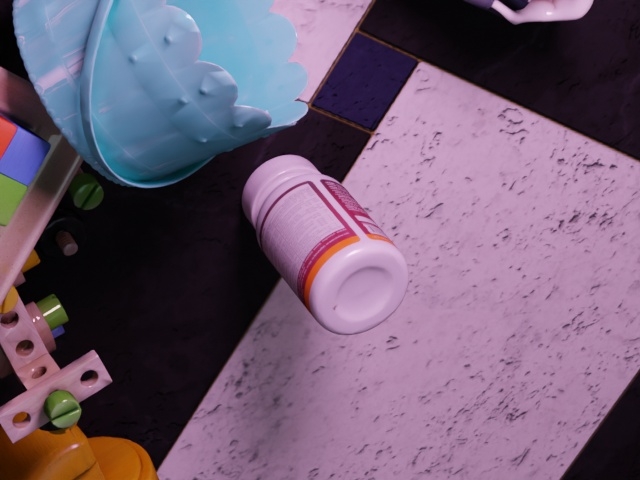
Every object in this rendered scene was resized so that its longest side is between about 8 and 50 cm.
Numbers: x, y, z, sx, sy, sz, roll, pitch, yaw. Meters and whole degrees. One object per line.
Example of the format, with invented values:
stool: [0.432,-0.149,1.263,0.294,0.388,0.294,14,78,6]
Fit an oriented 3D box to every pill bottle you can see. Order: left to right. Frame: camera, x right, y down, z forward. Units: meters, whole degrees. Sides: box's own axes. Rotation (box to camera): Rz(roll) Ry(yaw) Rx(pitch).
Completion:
pill bottle: [0.000,0.000,2.063,0.121,0.221,0.121,-15,128,-21]

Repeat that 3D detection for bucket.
bucket: [-0.156,-0.194,1.785,0.183,0.281,0.281,-26,136,21]

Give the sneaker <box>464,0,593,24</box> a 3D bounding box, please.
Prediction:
sneaker: [0.172,-0.324,1.999,0.321,0.127,0.126,10,117,-33]

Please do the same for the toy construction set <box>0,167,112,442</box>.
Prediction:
toy construction set: [-0.362,0.094,1.910,0.308,0.237,0.257,-7,125,-25]

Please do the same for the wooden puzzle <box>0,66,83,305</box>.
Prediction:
wooden puzzle: [-0.408,-0.037,1.703,0.348,0.080,0.322,28,93,-41]

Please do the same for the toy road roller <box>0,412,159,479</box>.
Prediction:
toy road roller: [-0.344,0.336,2.130,0.329,0.202,0.241,-28,120,-17]
